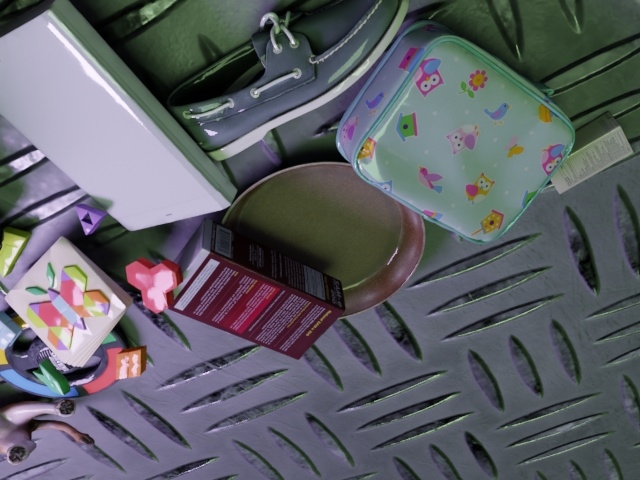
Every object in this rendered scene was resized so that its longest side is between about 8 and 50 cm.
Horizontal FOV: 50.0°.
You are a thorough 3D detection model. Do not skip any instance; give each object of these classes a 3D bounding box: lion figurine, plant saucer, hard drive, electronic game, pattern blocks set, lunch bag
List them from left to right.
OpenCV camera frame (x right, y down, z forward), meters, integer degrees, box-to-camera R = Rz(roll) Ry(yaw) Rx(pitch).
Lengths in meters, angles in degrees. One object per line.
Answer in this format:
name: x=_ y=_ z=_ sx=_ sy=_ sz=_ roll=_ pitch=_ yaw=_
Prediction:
lion figurine: x=-0.609 y=0.316 z=1.167 sx=0.392 sy=0.142 sz=0.240 roll=22 pitch=154 yaw=-31
electronic game: x=-0.436 y=0.187 z=1.141 sx=0.229 sy=0.048 sz=0.229 roll=-3 pitch=130 yaw=-4
pattern blocks set: x=-0.362 y=0.092 z=0.992 sx=0.285 sy=0.026 sz=0.325 roll=35 pitch=118 yaw=3
hard drive: x=-0.271 y=-0.135 z=0.845 sx=0.203 sy=0.040 sz=0.307 roll=-10 pitch=136 yaw=34
plant saucer: x=0.000 y=0.000 z=1.033 sx=0.310 sy=0.050 sz=0.311 roll=-4 pitch=131 yaw=-5
lunch bag: x=0.179 y=-0.136 z=0.885 sx=0.279 sy=0.108 sz=0.224 roll=26 pitch=106 yaw=-29

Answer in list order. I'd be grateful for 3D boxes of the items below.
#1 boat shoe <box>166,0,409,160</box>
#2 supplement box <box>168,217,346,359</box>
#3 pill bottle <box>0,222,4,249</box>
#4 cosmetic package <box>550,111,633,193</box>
boat shoe: x=-0.047 y=-0.210 z=0.805 sx=0.319 sy=0.116 sz=0.099 roll=-30 pitch=131 yaw=24
supplement box: x=-0.097 y=0.076 z=1.008 sx=0.239 sy=0.073 sz=0.130 roll=27 pitch=122 yaw=-25
pill bottle: x=-0.548 y=0.037 z=0.950 sx=0.219 sy=0.123 sz=0.122 roll=-39 pitch=124 yaw=25
cosmetic package: x=0.374 y=-0.124 z=0.977 sx=0.115 sy=0.041 sz=0.060 roll=-30 pitch=128 yaw=18
